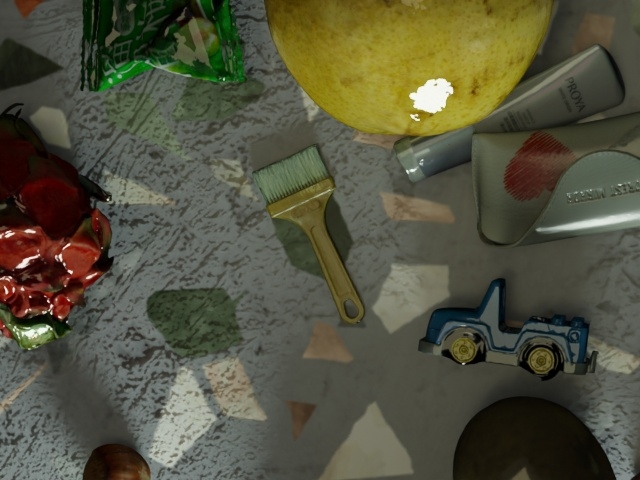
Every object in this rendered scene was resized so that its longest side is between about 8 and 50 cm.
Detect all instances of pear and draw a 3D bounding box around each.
[{"bbox_3d":[0.091,-0.259,1.780,0.314,0.314,0.314,1,95,11],"label":"pear"}]

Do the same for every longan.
[{"bbox_3d":[0.228,0.256,1.859,0.187,0.167,0.167,35,100,6],"label":"longan"}]

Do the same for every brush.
[{"bbox_3d":[0.000,0.000,1.965,0.083,0.011,0.205,-25,90,12],"label":"brush"}]

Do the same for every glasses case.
[{"bbox_3d":[0.306,-0.072,1.847,0.308,0.083,0.128,-10,115,12],"label":"glasses case"}]

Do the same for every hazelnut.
[{"bbox_3d":[-0.234,0.278,2.004,0.086,0.086,0.086,1,95,11],"label":"hazelnut"}]

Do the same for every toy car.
[{"bbox_3d":[0.206,0.094,1.887,0.191,0.097,0.100,7,92,10],"label":"toy car"}]

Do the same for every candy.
[{"bbox_3d":[-0.179,-0.238,1.951,0.203,0.078,0.141,2,84,23],"label":"candy"}]

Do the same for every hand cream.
[{"bbox_3d":[0.203,-0.135,1.892,0.255,0.048,0.079,-22,128,14],"label":"hand cream"}]

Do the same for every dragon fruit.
[{"bbox_3d":[-0.356,-0.022,1.955,0.234,0.234,0.293,-27,58,12],"label":"dragon fruit"}]

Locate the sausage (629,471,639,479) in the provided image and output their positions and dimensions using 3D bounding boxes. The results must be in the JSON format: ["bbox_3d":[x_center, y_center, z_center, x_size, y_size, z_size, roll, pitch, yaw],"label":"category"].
[{"bbox_3d":[0.402,0.316,1.883,0.065,0.065,0.169,-43,84,11],"label":"sausage"}]
